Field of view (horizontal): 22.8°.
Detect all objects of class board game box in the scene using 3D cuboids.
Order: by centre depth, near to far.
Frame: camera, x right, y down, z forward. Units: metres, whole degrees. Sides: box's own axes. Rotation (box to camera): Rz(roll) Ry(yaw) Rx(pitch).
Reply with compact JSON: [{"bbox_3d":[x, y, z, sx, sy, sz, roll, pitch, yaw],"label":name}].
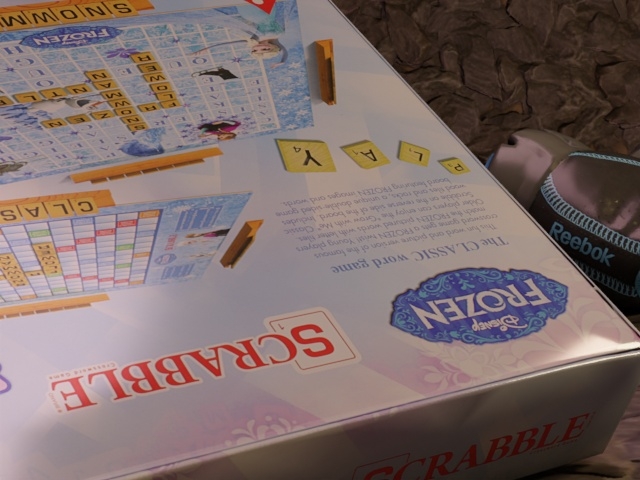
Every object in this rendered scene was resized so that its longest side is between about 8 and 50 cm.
[{"bbox_3d":[-0.087,-0.009,0.635,0.318,0.066,0.318,-10,44,-30],"label":"board game box"}]

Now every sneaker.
[{"bbox_3d":[0.244,-0.002,1.103,0.139,0.125,0.341,30,24,34],"label":"sneaker"}]
